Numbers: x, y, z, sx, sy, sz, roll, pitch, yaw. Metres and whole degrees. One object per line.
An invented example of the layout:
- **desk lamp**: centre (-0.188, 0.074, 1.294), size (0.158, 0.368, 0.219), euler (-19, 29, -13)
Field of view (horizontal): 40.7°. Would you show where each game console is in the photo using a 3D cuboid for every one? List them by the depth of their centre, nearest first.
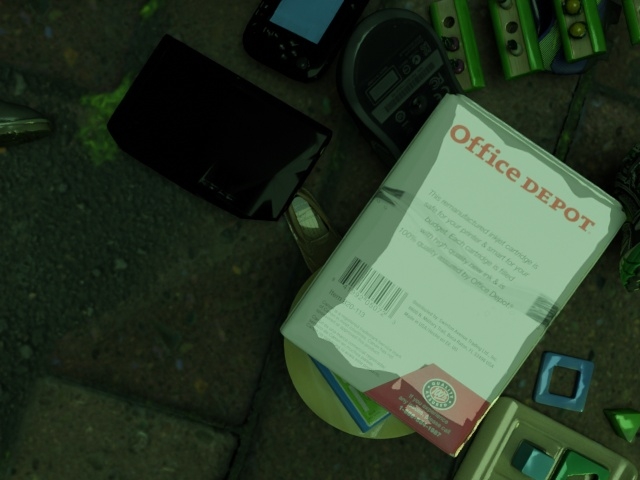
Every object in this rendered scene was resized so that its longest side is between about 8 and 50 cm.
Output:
- **game console**: centre (-0.054, -0.210, 0.941), size (0.213, 0.044, 0.361), euler (30, 84, 4)

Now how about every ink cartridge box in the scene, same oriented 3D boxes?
- **ink cartridge box**: centre (0.127, 0.031, 0.851), size (0.207, 0.117, 0.283), euler (36, 92, 4)

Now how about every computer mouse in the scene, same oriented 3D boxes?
- **computer mouse**: centre (0.092, -0.132, 0.933), size (0.188, 0.072, 0.272), euler (-40, 127, -8)

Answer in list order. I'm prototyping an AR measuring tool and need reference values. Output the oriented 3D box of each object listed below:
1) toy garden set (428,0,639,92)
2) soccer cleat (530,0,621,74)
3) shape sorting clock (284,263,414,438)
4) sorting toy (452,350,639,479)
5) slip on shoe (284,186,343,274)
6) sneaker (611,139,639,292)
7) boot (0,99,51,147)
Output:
- **toy garden set**: centre (0.226, -0.286, 0.922), size (0.244, 0.049, 0.204), euler (-13, 85, 26)
- **soccer cleat**: centre (0.282, -0.332, 0.969), size (0.121, 0.093, 0.289), euler (9, 90, 0)
- **shape sorting clock**: centre (0.063, 0.111, 0.941), size (0.206, 0.040, 0.206), euler (-1, 84, 8)
- **sorting toy**: centre (0.255, 0.304, 1.006), size (0.196, 0.047, 0.347), euler (28, 89, -7)
- **slip on shoe**: centre (0.000, 0.000, 0.969), size (0.051, 0.041, 0.135), euler (-28, 95, -5)
- **sneaker**: centre (0.348, -0.037, 0.881), size (0.134, 0.343, 0.146), euler (-25, 85, 17)
- **boot**: centre (-0.387, -0.202, 0.909), size (0.190, 0.076, 0.208), euler (-4, 85, -9)
